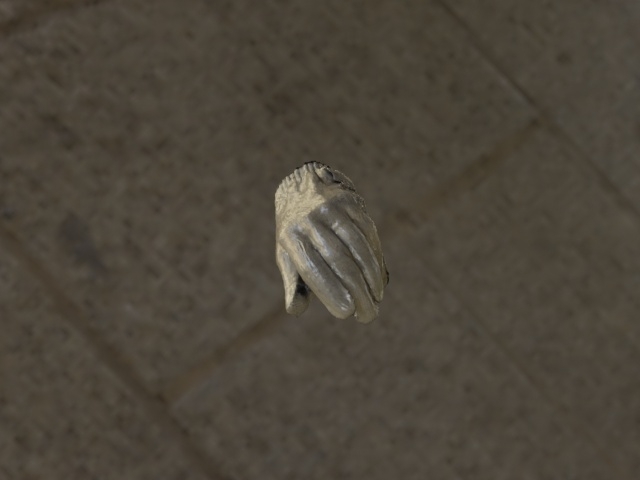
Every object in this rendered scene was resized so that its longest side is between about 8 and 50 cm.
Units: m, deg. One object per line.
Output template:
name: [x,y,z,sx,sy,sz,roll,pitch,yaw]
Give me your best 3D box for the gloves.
gloves: [-0.001,0.000,0.709,0.037,0.044,0.081,33,19,-51]
